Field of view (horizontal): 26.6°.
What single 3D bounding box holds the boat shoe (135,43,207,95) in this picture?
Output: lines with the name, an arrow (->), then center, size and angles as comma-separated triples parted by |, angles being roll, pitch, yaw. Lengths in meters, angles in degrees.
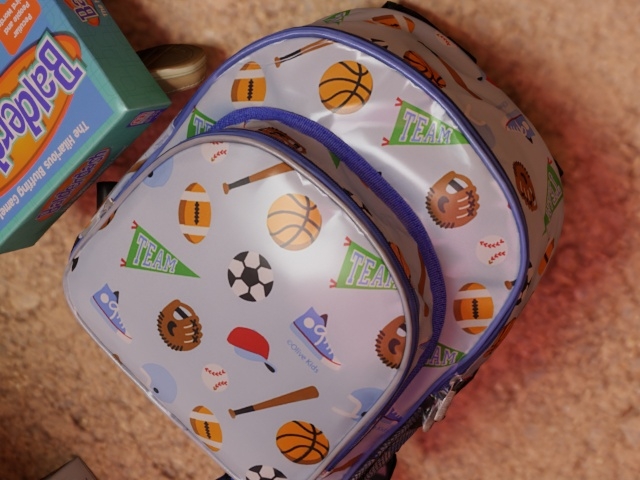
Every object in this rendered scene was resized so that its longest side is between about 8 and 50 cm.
boat shoe -> -0.125, -0.094, 0.881 | 0.135, 0.050, 0.045 | -7, 116, 33

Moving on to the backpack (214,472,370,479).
backpack -> -0.022, 0.178, 0.940 | 0.098, 0.101, 0.120 | 44, 117, -6

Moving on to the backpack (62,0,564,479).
backpack -> 0.000, 0.000, 0.795 | 0.276, 0.213, 0.263 | 42, 111, 1

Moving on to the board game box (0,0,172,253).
board game box -> -0.209, -0.120, 0.863 | 0.160, 0.047, 0.210 | -41, 79, 31

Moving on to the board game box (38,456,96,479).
board game box -> -0.302, 0.280, 0.975 | 0.193, 0.305, 0.053 | -34, 93, 30
